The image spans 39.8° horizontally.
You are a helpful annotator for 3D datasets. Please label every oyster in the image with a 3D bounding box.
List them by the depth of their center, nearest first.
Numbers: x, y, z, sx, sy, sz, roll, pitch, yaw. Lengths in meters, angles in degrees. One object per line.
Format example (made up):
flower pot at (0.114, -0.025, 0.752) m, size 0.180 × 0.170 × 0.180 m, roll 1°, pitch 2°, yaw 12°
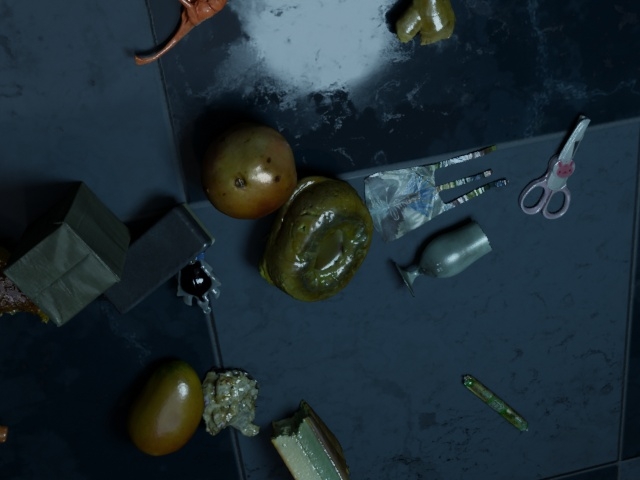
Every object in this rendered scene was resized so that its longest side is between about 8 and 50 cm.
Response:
oyster at (-0.193, 0.376, 1.992) m, size 0.163 × 0.081 × 0.191 m, roll -45°, pitch 122°, yaw 6°

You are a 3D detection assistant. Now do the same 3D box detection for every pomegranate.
pomegranate at (-0.138, -0.133, 1.676) m, size 0.191 × 0.191 × 0.191 m, roll -6°, pitch 118°, yaw -11°

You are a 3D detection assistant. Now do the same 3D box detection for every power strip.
power strip at (-0.336, 0.039, 1.751) m, size 0.257 × 0.070 × 0.105 m, roll -37°, pitch 94°, yaw 15°

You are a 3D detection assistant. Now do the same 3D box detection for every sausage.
sausage at (0.435, 0.403, 2.184) m, size 0.033 × 0.033 × 0.269 m, roll -44°, pitch 118°, yaw 11°

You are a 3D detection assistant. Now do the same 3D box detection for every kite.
kite at (0.240, -0.116, 1.873) m, size 0.310 × 0.015 × 0.169 m, roll -25°, pitch 119°, yaw 1°

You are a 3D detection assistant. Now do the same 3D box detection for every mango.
mango at (-0.329, 0.367, 1.927) m, size 0.151 × 0.120 × 0.221 m, roll 30°, pitch 98°, yaw -20°

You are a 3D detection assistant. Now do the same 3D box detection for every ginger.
ginger at (0.209, -0.508, 1.630) m, size 0.118 × 0.065 × 0.298 m, roll -2°, pitch 115°, yaw -17°

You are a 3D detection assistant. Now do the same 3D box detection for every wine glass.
wine glass at (0.267, 0.037, 1.916) m, size 0.202 × 0.093 × 0.093 m, roll -31°, pitch 120°, yaw 4°

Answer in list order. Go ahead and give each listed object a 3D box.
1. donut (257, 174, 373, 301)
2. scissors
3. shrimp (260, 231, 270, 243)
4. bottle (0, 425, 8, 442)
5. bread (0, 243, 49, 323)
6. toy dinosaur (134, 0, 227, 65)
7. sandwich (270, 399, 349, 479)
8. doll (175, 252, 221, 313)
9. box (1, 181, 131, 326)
donut at (0.000, 0.000, 1.791) m, size 0.209 × 0.128 × 0.261 m, roll 6°, pitch 115°, yaw -36°
scissors at (0.518, -0.158, 1.909) m, size 0.118 × 0.030 × 0.242 m, roll 10°, pitch 118°, yaw -18°
shrimp at (-0.082, -0.015, 1.841) m, size 0.092 × 0.029 × 0.038 m, roll -33°, pitch 130°, yaw 10°
bottle at (-0.759, 0.400, 1.868) m, size 0.187 × 0.069 × 0.069 m, roll 10°, pitch 114°, yaw -18°
bread at (-0.687, 0.065, 1.673) m, size 0.380 × 0.109 × 0.185 m, roll 32°, pitch 93°, yaw -25°
toy dinosaur at (-0.227, -0.414, 1.575) m, size 0.280 × 0.055 × 0.101 m, roll -31°, pitch 143°, yaw 1°
sandwich at (-0.024, 0.489, 2.009) m, size 0.108 × 0.220 × 0.186 m, roll -33°, pitch 120°, yaw 6°
doll at (-0.260, 0.066, 1.815) m, size 0.096 × 0.070 × 0.195 m, roll -14°, pitch 111°, yaw 2°
box at (-0.462, 0.018, 1.637) m, size 0.149 × 0.231 × 0.155 m, roll -38°, pitch 112°, yaw 8°
